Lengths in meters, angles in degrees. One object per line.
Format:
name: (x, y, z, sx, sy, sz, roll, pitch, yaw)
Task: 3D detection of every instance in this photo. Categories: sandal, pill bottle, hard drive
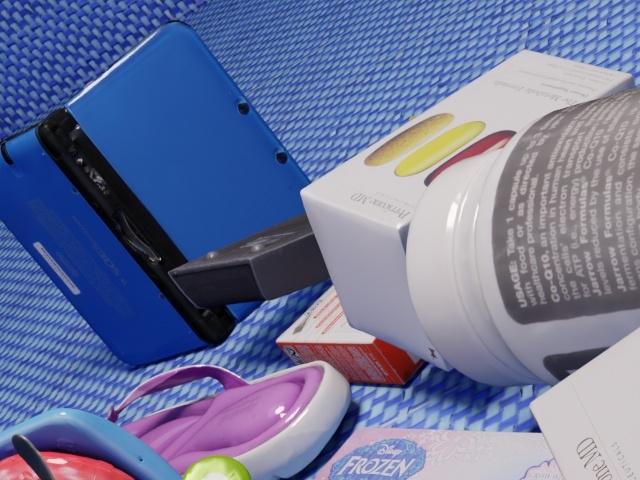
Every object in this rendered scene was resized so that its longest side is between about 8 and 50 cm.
sandal: (-0.141, 0.171, 1.677, 0.416, 0.102, 0.169, -24, 22, 37)
pill bottle: (0.232, -0.003, 1.224, 0.361, 0.204, 0.204, -13, 31, 52)
hard drive: (0.000, 0.000, 1.785, 0.254, 0.054, 0.172, -24, 8, -33)

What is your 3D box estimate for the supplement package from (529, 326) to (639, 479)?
supplement package: (0.283, 0.094, 0.935, 0.293, 0.175, 0.177, -36, 19, 7)

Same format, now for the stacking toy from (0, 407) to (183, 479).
stacking toy: (-0.225, 0.302, 1.497, 0.166, 0.175, 0.302, -29, 34, 36)

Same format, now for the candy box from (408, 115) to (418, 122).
candy box: (0.120, -0.043, 1.692, 0.109, 0.053, 0.187, 10, 32, 4)

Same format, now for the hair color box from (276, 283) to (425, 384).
hair color box: (0.044, 0.076, 1.635, 0.093, 0.053, 0.167, -45, 20, -23)

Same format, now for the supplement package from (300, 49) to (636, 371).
supplement package: (0.131, -0.029, 1.479, 0.244, 0.134, 0.139, -33, 30, -24)

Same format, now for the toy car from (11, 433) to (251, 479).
toy car: (-0.145, 0.209, 1.374, 0.188, 0.155, 0.149, 30, 61, 24)

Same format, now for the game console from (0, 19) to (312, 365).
game console: (-0.177, -0.043, 1.960, 0.250, 0.293, 0.173, -19, 25, 47)

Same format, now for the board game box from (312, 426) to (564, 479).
board game box: (0.032, 0.253, 1.205, 0.318, 0.066, 0.318, -47, 20, -26)
